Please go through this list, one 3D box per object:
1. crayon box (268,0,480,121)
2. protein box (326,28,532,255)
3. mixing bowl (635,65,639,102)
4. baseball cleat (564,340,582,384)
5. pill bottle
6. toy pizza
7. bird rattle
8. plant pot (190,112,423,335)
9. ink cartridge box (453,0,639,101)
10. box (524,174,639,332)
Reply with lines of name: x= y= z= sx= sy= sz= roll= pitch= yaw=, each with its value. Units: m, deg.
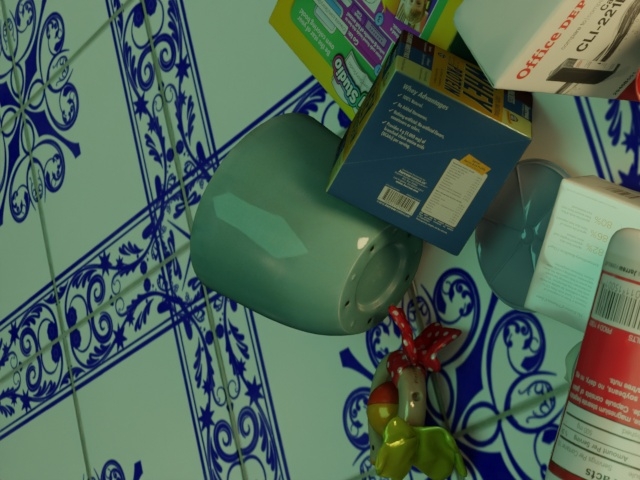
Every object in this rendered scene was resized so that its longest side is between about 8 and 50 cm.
crayon box: x=0.104 y=-0.335 z=2.118 sx=0.363 sy=0.106 sz=0.313 roll=53 pitch=130 yaw=37
protein box: x=0.144 y=-0.127 z=1.956 sx=0.201 sy=0.200 sz=0.136 roll=-60 pitch=8 yaw=30
mixing bowl: x=0.443 y=-0.208 z=1.661 sx=0.181 sy=0.181 sz=0.098 roll=-36 pitch=35 yaw=45
baseball cleat: x=0.347 y=0.190 z=1.796 sx=0.109 sy=0.072 sz=0.206 roll=-54 pitch=34 yaw=38
pill bottle: x=0.377 y=0.206 z=1.624 sx=0.229 sy=0.229 sz=0.407 roll=19 pitch=96 yaw=50
toy pizza: x=0.280 y=-0.006 z=1.948 sx=0.201 sy=0.032 sz=0.201 roll=-3 pitch=85 yaw=50
bird rattle: x=0.107 y=0.224 z=2.096 sx=0.207 sy=0.143 sz=0.253 roll=140 pitch=126 yaw=-63
plant pot: x=0.000 y=0.000 z=2.113 sx=0.235 sy=0.293 sz=0.293 roll=32 pitch=115 yaw=30
ink cartridge box: x=0.319 y=-0.270 z=1.710 sx=0.197 sy=0.273 sz=0.114 roll=-52 pitch=51 yaw=38
box: x=0.341 y=0.022 z=1.799 sx=0.130 sy=0.091 sz=0.170 roll=25 pitch=109 yaw=30
